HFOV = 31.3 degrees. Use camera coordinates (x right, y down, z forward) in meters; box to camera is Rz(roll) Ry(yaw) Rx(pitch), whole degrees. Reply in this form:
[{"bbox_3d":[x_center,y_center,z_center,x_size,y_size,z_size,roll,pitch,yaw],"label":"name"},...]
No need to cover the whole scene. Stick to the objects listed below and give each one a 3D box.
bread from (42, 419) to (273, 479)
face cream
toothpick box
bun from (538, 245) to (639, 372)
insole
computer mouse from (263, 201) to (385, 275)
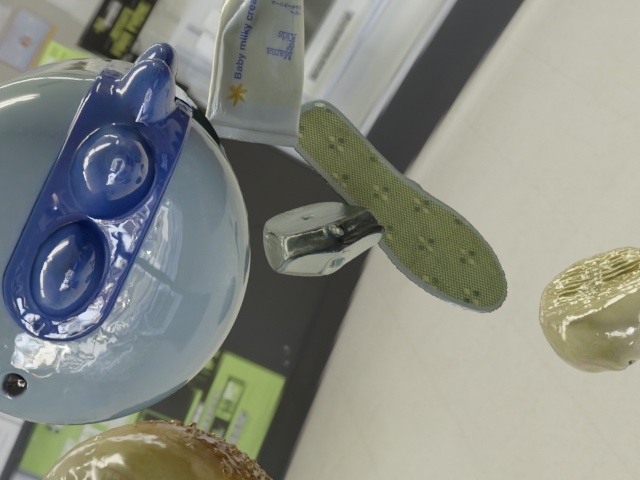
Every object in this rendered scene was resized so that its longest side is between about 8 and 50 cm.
[{"bbox_3d":[-0.127,0.251,1.016,0.314,0.171,0.192,23,125,35],"label":"bread"},{"bbox_3d":[-0.061,-0.218,1.233,0.070,0.114,0.224,7,92,62],"label":"face cream"},{"bbox_3d":[-0.164,-0.020,0.805,0.263,0.263,0.354,-61,12,5],"label":"toothpick box"},{"bbox_3d":[0.397,0.097,1.525,0.193,0.128,0.178,-24,21,29],"label":"bun"},{"bbox_3d":[0.083,-0.039,1.269,0.109,0.322,0.007,-38,-11,-28],"label":"insole"},{"bbox_3d":[0.001,0.005,1.216,0.113,0.068,0.229,-20,10,-10],"label":"computer mouse"}]
